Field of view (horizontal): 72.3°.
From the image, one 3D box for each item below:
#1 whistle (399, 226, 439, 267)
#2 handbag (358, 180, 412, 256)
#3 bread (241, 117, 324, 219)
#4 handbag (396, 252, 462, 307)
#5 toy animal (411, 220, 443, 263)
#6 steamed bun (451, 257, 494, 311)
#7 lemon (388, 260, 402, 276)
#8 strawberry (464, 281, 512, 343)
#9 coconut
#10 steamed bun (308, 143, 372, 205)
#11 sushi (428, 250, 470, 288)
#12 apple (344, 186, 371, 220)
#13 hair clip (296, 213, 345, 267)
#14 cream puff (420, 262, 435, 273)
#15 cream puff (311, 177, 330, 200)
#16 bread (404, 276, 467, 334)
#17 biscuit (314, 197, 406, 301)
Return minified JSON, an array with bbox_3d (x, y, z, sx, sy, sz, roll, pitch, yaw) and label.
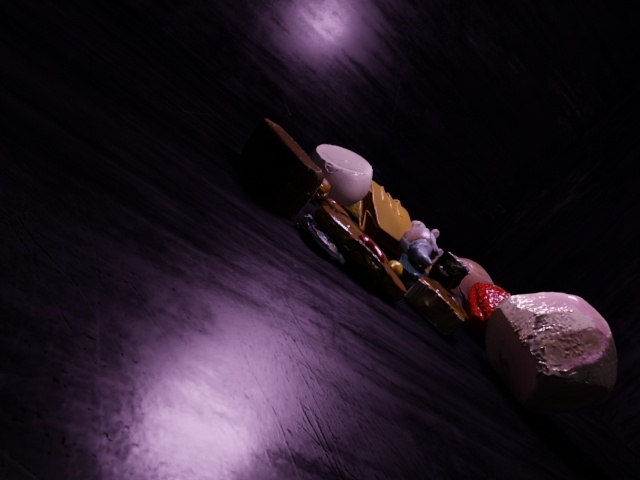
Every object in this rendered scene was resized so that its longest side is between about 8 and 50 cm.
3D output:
[{"bbox_3d":[0.435,0.048,1.964,0.189,0.189,0.348,41,19,-2],"label":"whistle"},{"bbox_3d":[0.327,-0.102,2.160,0.401,0.133,0.282,29,53,-45],"label":"handbag"},{"bbox_3d":[-0.131,-0.239,1.365,0.113,0.165,0.416,30,16,-38],"label":"bread"},{"bbox_3d":[0.432,0.191,1.774,0.326,0.089,0.238,41,13,4],"label":"handbag"},{"bbox_3d":[0.569,0.033,2.430,0.308,0.266,0.188,17,13,-17],"label":"toy animal"},{"bbox_3d":[0.734,0.248,2.191,0.301,0.251,0.199,31,26,-28],"label":"steamed bun"},{"bbox_3d":[0.273,0.106,1.630,0.065,0.065,0.092,48,11,30],"label":"lemon"},{"bbox_3d":[0.731,0.302,1.895,0.239,0.250,0.288,30,38,-34],"label":"strawberry"},{"bbox_3d":[0.782,0.369,1.460,0.405,0.404,0.404,39,12,-10],"label":"coconut"},{"bbox_3d":[0.070,-0.283,1.979,0.325,0.206,0.324,19,30,-11],"label":"steamed bun"},{"bbox_3d":[0.530,0.124,1.807,0.136,0.126,0.225,42,9,22],"label":"sushi"},{"bbox_3d":[0.194,-0.214,2.343,0.346,0.179,0.254,43,-26,7],"label":"apple"},{"bbox_3d":[0.000,0.000,1.208,0.172,0.049,0.116,52,19,27],"label":"hair clip"},{"bbox_3d":[0.529,0.175,2.036,0.189,0.129,0.189,39,9,-7],"label":"cream puff"},{"bbox_3d":[-0.030,-0.218,1.762,0.144,0.103,0.126,33,27,-31],"label":"cream puff"},{"bbox_3d":[0.404,0.219,1.514,0.210,0.109,0.192,45,14,19],"label":"bread"},{"bbox_3d":[0.134,0.013,1.395,0.368,0.076,0.394,46,8,-5],"label":"biscuit"}]
